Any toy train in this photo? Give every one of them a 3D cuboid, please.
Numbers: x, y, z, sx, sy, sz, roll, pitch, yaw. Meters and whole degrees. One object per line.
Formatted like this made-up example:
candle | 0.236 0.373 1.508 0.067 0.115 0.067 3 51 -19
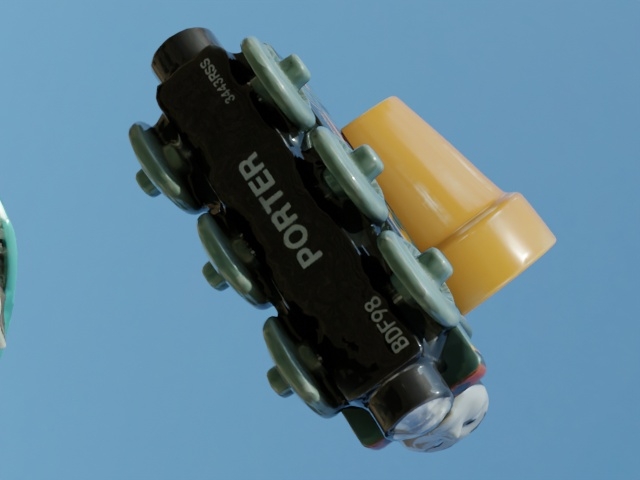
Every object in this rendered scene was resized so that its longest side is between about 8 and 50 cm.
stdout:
toy train | 0.000 0.000 1.338 0.142 0.190 0.334 -38 -114 8

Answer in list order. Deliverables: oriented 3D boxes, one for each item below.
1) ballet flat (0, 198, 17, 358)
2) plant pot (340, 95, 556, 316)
ballet flat | -0.271 0.083 1.113 0.409 0.147 0.147 122 -38 -55
plant pot | 0.069 -0.015 1.720 0.205 0.205 0.188 -37 -91 32
